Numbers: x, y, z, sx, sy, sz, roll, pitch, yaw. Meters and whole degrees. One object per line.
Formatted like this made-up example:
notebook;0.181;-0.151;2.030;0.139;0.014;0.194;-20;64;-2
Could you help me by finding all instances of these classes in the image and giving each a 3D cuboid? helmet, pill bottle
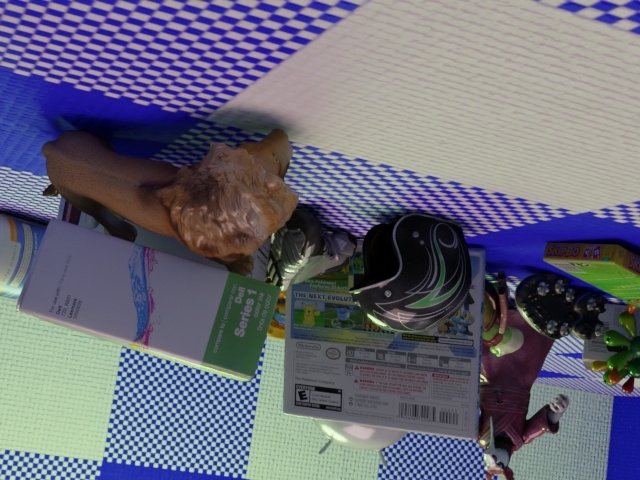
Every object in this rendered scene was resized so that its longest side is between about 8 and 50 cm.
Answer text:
helmet;0.128;0.052;1.539;0.169;0.161;0.169;8;170;1
pill bottle;-0.524;0.046;2.062;0.152;0.152;0.272;-2;165;45

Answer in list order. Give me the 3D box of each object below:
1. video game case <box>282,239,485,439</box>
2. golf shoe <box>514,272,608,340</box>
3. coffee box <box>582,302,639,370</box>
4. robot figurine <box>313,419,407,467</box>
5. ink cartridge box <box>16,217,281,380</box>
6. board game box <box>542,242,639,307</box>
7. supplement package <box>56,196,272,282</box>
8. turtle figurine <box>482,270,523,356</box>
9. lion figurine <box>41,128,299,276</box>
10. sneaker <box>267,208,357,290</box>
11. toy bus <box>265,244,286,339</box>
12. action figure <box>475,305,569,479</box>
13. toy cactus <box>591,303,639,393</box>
video game case;0.096;0.151;1.746;0.329;0.300;0.036;4;-174;23
golf shoe;0.390;0.118;1.891;0.120;0.105;0.273;9;172;40
coffee box;0.656;0.199;2.069;0.297;0.118;0.168;6;169;16
robot figurine;0.089;0.225;1.983;0.300;0.353;0.200;9;170;10
ink cartridge box;-0.201;0.077;1.316;0.278;0.117;0.201;17;171;-4
board game box;0.454;0.057;1.601;0.259;0.039;0.124;26;165;-37
supplement package;-0.216;-0.006;1.547;0.262;0.145;0.204;6;170;9
turtle figurine;0.221;0.138;1.881;0.198;0.274;0.266;42;-165;33
lion figurine;-0.200;-0.059;1.260;0.392;0.142;0.240;8;167;17
sneaker;0.000;0.000;1.656;0.132;0.086;0.228;-14;164;-19
toy bus;-0.110;0.120;1.983;0.220;0.211;0.149;0;165;34
action figure;0.358;0.310;2.209;0.248;0.370;0.276;8;171;3
toy cactus;0.591;0.197;1.929;0.181;0.219;0.112;18;-152;-7
